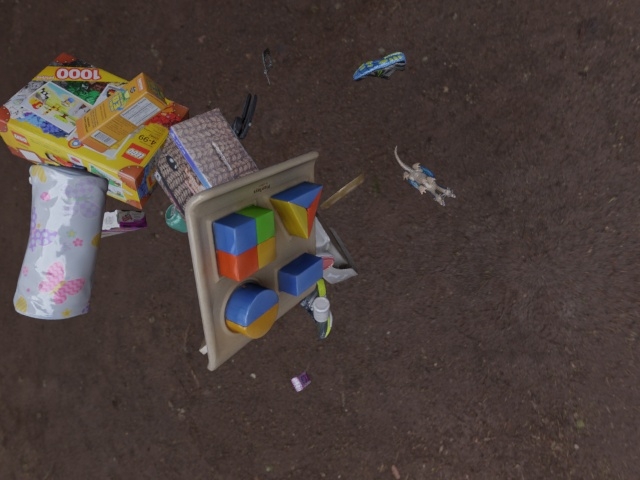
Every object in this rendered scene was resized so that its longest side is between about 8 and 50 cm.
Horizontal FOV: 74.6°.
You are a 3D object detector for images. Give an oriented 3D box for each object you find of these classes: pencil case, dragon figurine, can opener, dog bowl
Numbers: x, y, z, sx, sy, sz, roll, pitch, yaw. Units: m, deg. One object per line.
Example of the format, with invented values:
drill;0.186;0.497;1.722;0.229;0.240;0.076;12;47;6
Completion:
pencil case;-0.459;0.000;0.745;0.113;0.123;0.274;21;102;63
dragon figurine;0.388;-0.240;1.624;0.289;0.144;0.085;44;107;20
can opener;-0.282;-0.473;1.602;0.059;0.073;0.186;22;82;3
dog bowl;0.000;0.000;1.485;0.102;0.348;0.349;-33;72;8

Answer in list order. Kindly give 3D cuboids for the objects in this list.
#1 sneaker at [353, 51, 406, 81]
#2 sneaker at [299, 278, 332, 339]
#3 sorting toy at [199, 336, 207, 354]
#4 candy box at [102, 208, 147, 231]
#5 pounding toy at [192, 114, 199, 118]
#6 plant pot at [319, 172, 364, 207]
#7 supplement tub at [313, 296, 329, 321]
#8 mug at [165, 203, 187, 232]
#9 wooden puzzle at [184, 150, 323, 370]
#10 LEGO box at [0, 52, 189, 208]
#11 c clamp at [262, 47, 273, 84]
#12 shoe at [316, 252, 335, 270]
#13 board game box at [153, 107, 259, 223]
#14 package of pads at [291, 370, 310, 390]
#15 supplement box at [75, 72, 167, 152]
sneaker;0.205;-0.586;1.458;0.187;0.078;0.067;-13;48;16
sneaker;-0.031;0.309;1.922;0.111;0.121;0.300;124;139;-50
sorting toy;-0.302;0.301;1.568;0.255;0.257;0.089;-39;104;8
candy box;-0.817;-0.062;1.614;0.233;0.159;0.071;-11;88;14
pounding toy;-0.512;-0.455;1.845;0.094;0.181;0.206;36;63;7
plant pot;0.100;-0.204;1.795;0.236;0.236;0.032;-37;92;21
supplement tub;0.004;0.286;1.745;0.070;0.107;0.071;0;55;0
mug;-0.646;-0.119;1.911;0.157;0.097;0.130;40;97;40
wooden puzzle;-0.086;0.035;0.777;0.080;0.322;0.349;19;122;28
LEGO box;-0.781;-0.394;1.506;0.499;0.193;0.373;23;59;-2
c clamp;-0.248;-0.826;1.974;0.022;0.137;0.161;-6;40;12
shoe;-0.027;0.098;1.226;0.081;0.177;0.064;-127;24;-47
board game box;-0.309;-0.168;1.141;0.232;0.141;0.291;57;147;-3
package of pads;-0.071;0.515;1.540;0.031;0.083;0.050;-32;79;19
supplement box;-0.510;-0.324;1.076;0.233;0.080;0.078;-29;66;11
